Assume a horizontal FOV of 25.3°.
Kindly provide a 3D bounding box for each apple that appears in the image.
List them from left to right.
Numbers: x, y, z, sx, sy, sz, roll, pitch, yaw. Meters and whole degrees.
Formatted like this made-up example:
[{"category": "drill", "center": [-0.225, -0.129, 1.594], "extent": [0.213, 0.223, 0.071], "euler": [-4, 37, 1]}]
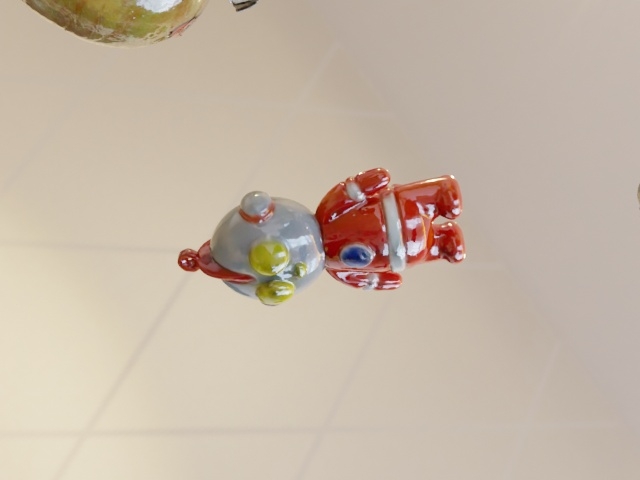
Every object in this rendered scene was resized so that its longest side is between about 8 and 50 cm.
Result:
[{"category": "apple", "center": [-0.105, -0.162, 0.729], "extent": [0.126, 0.126, 0.102], "euler": [56, -39, 10]}]

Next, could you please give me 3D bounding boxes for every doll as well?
[{"category": "doll", "center": [0.000, 0.000, 1.206], "extent": [0.076, 0.245, 0.142], "euler": [-103, -175, -48]}]

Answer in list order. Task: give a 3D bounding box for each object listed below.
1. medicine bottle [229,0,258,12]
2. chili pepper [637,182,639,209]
[{"category": "medicine bottle", "center": [-0.064, -0.352, 1.388], "extent": [0.052, 0.201, 0.171], "euler": [-3, -45, 44]}, {"category": "chili pepper", "center": [0.329, -0.076, 0.874], "extent": [0.233, 0.248, 0.257], "euler": [35, -79, 8]}]
